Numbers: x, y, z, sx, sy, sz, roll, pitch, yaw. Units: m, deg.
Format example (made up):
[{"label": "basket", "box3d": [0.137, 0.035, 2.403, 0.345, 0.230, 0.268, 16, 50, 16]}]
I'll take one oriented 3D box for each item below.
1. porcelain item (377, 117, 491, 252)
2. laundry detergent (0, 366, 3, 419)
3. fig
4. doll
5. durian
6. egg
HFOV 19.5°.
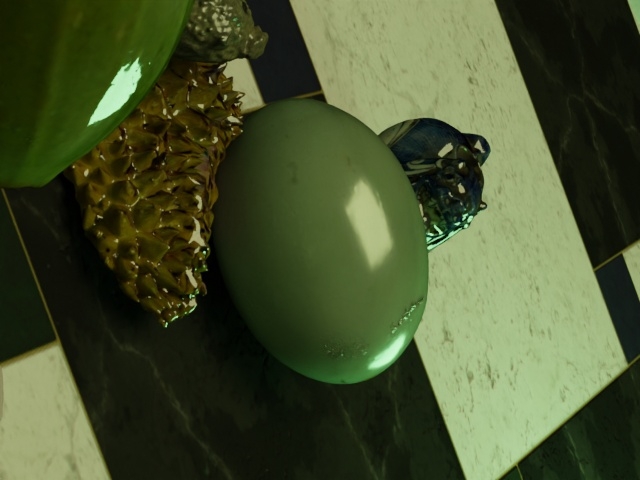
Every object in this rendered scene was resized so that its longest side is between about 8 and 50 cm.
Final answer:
[{"label": "porcelain item", "box3d": [0.108, -0.059, 2.057, 0.138, 0.186, 0.288, 65, 26, -7]}, {"label": "laundry detergent", "box3d": [-0.351, 0.073, 1.233, 0.335, 0.087, 0.159, 28, 49, -51]}, {"label": "fig", "box3d": [-0.238, -0.195, 1.425, 0.316, 0.316, 0.316, 40, 40, -44]}, {"label": "doll", "box3d": [-0.135, -0.260, 1.726, 0.202, 0.091, 0.286, 29, 23, -14]}, {"label": "durian", "box3d": [-0.144, -0.092, 1.692, 0.191, 0.112, 0.341, 49, 34, -36]}, {"label": "egg", "box3d": [0.000, 0.000, 1.796, 0.203, 0.203, 0.283, -5, 75, -62]}]
